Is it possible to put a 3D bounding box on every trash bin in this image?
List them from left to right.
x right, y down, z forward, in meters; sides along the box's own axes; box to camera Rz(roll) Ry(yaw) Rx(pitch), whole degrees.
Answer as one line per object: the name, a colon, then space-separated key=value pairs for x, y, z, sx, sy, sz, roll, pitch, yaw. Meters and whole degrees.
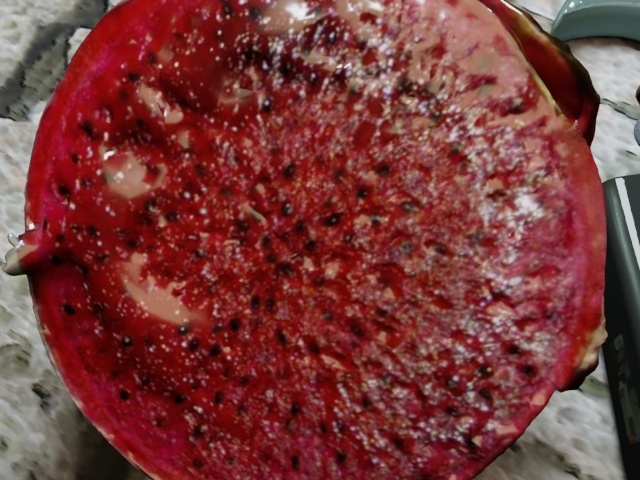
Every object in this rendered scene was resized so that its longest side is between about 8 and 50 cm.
trash bin: x=0.302 y=0.062 z=0.537 sx=0.165 sy=0.115 sz=0.225 roll=-7 pitch=69 yaw=3

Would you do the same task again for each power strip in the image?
power strip: x=0.331 y=-0.189 z=0.648 sx=0.167 sy=0.054 sz=0.253 roll=-43 pitch=72 yaw=-11

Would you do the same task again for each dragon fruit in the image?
dragon fruit: x=0.000 y=0.000 z=0.512 sx=0.371 sy=0.249 sz=0.386 roll=4 pitch=99 yaw=13

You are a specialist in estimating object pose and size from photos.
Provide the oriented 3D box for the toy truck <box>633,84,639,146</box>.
toy truck: x=0.317 y=-0.040 z=0.466 sx=0.114 sy=0.107 sz=0.252 roll=-13 pitch=63 yaw=-12
